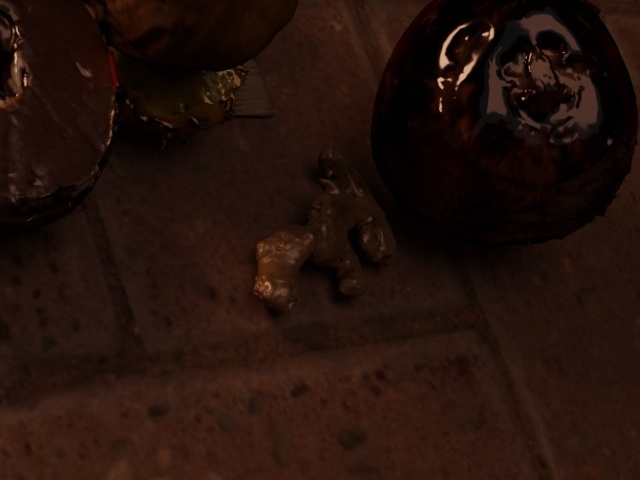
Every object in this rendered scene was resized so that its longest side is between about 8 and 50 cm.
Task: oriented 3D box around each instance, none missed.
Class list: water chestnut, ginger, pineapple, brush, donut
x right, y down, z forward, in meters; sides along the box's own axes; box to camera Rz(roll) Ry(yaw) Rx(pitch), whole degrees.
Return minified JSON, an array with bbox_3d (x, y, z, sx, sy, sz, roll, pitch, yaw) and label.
[{"bbox_3d":[0.226,-0.156,1.813,0.350,0.302,0.351,-1,92,-15],"label":"water chestnut"},{"bbox_3d":[0.012,0.009,1.682,0.149,0.065,0.259,43,43,-10],"label":"ginger"},{"bbox_3d":[-0.184,-0.200,1.636,0.224,0.076,0.225,14,59,-26],"label":"pineapple"},{"bbox_3d":[-0.133,-0.308,1.511,0.223,0.200,0.269,-21,114,-25],"label":"ginger"},{"bbox_3d":[-0.189,-0.181,1.683,0.314,0.017,0.090,-5,66,-38],"label":"brush"},{"bbox_3d":[-0.334,-0.153,1.460,0.259,0.136,0.345,9,64,-39],"label":"donut"}]
